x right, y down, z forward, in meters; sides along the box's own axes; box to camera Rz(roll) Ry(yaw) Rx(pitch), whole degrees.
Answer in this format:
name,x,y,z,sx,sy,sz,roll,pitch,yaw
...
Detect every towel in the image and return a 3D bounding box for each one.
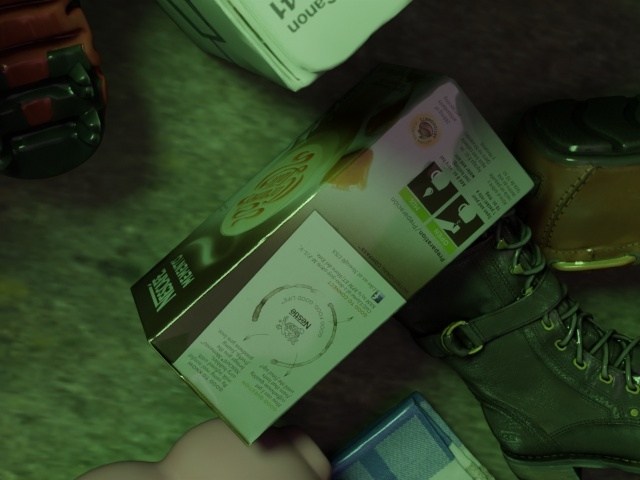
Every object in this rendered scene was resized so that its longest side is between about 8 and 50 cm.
name,x,y,z,sx,sy,sz,roll,pitch,yaw
towel,0.079,0.279,0.878,0.209,0.034,0.285,-39,106,-1

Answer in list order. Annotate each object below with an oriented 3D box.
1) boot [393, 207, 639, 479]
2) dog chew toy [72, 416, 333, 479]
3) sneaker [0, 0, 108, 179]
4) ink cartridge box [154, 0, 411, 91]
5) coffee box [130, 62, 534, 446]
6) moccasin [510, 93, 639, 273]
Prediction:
name,x,y,z,sx,sy,sz,roll,pitch,yaw
boot,0.173,0.064,0.773,0.263,0.091,0.229,-22,115,33
dog chew toy,-0.130,0.245,0.739,0.332,0.206,0.206,-39,108,-12
sneaker,-0.190,-0.177,0.639,0.098,0.135,0.276,-15,129,-19
ink cartridge box,-0.003,-0.213,0.605,0.226,0.306,0.131,-43,109,-2
coffee box,0.000,0.000,0.740,0.246,0.141,0.098,-42,108,-3
moccasin,0.326,-0.036,0.818,0.380,0.139,0.147,-9,127,-11
